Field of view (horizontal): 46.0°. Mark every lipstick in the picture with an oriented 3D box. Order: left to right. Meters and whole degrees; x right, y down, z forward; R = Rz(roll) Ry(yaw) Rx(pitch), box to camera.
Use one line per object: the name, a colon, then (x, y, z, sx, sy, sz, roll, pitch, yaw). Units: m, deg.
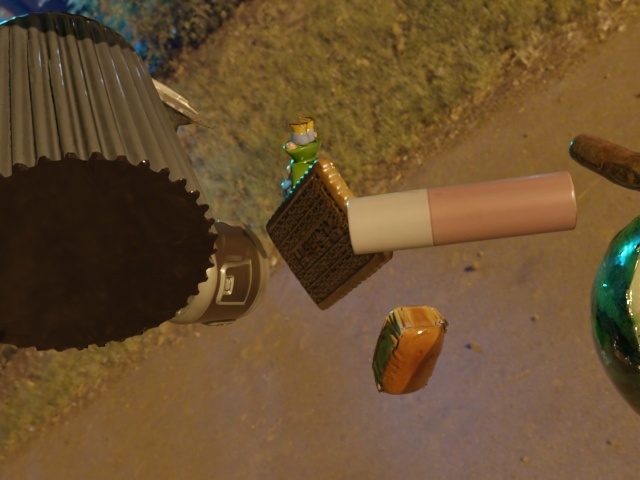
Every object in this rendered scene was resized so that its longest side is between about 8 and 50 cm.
lipstick: (0.162, -0.031, 0.884, 0.254, 0.070, 0.070, -7, 43, 9)

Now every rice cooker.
rice cooker: (-0.341, 0.101, 2.323, 0.335, 0.325, 0.335, -1, 88, 38)

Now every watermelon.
watermelon: (0.541, 0.154, 1.221, 0.319, 0.292, 0.222, -49, -3, 40)

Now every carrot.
carrot: (0.587, -0.107, 1.301, 0.342, 0.070, 0.070, 29, 83, 35)

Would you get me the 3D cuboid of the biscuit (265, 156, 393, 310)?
biscuit: (0.000, 0.000, 1.100, 0.029, 0.172, 0.254, -31, -8, -29)

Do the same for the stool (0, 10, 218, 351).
stool: (-0.301, -0.086, 0.900, 0.297, 0.297, 0.330, -43, 46, 21)

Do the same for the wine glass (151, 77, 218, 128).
wine glass: (-0.384, -0.165, 1.586, 0.323, 0.238, 0.238, -55, 27, 6)

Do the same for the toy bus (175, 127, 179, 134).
toy bus: (-0.485, -0.345, 1.905, 0.150, 0.262, 0.128, -37, -18, -47)

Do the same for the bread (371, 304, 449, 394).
bread: (0.208, 0.265, 1.787, 0.107, 0.136, 0.241, -110, 25, -44)

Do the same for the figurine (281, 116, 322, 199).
figurine: (-0.036, -0.190, 2.003, 0.143, 0.263, 0.162, 6, 23, 28)
